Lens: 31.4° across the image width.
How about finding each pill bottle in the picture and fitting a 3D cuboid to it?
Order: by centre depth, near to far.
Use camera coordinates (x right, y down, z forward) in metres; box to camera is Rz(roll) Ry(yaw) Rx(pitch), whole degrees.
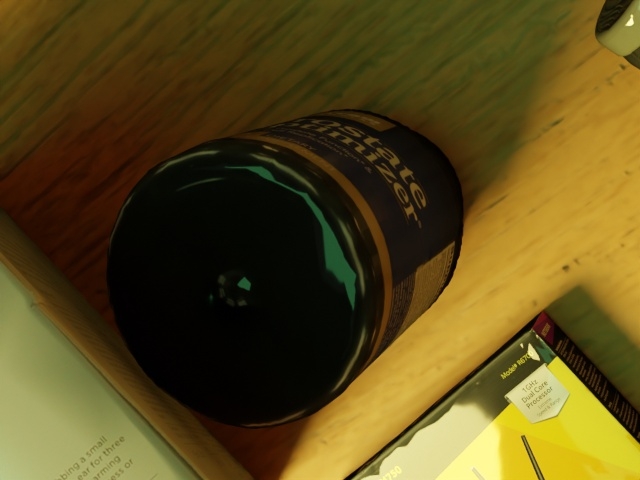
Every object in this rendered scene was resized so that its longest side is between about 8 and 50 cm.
[{"bbox_3d":[0.000,0.000,0.556,0.123,0.219,0.122,4,103,19],"label":"pill bottle"}]

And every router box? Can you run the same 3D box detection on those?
[{"bbox_3d":[0.103,0.147,0.643,0.133,0.046,0.179,47,113,6],"label":"router box"}]

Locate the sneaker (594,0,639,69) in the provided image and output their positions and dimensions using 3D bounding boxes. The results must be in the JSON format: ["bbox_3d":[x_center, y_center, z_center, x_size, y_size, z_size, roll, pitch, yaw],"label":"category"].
[{"bbox_3d":[0.234,-0.160,0.524,0.118,0.083,0.222,29,104,-7],"label":"sneaker"}]

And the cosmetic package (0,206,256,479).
[{"bbox_3d":[-0.153,0.057,0.548,0.097,0.377,0.284,-41,83,-9],"label":"cosmetic package"}]
